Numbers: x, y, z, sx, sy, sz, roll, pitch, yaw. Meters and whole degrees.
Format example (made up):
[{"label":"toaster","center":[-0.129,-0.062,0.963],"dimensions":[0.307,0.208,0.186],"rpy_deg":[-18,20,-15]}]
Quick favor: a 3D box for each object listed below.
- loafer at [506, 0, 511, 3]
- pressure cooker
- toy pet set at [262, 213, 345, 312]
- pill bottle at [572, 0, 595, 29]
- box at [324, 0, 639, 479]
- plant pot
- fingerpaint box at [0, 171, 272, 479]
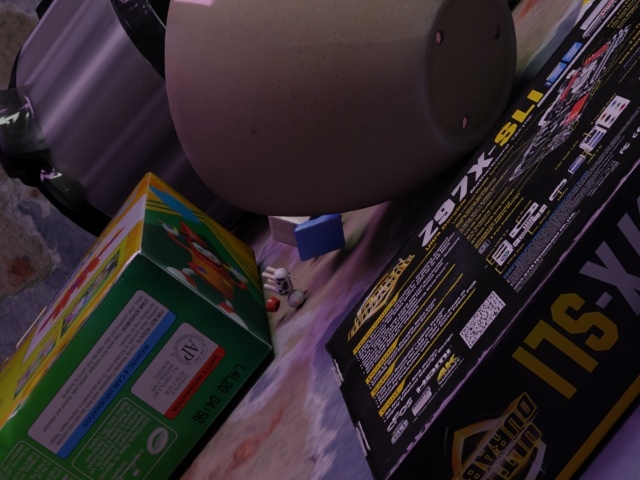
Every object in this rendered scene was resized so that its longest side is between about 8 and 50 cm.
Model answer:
[{"label":"loafer","center":[0.137,-0.259,1.451],"dimensions":[0.319,0.112,0.111],"rpy_deg":[-56,3,-16]},{"label":"pressure cooker","center":[-0.186,-0.188,1.890],"dimensions":[0.420,0.369,0.376],"rpy_deg":[-44,20,43]},{"label":"toy pet set","center":[0.000,0.000,1.412],"dimensions":[0.122,0.065,0.114],"rpy_deg":[-58,-27,-33]},{"label":"pill bottle","center":[0.195,-0.144,1.045],"dimensions":[0.043,0.043,0.083],"rpy_deg":[-41,17,47]},{"label":"box","center":[0.136,-0.013,0.812],"dimensions":[0.322,0.079,0.257],"rpy_deg":[-52,10,5]},{"label":"plant pot","center":[0.042,-0.149,1.220],"dimensions":[0.191,0.284,0.284],"rpy_deg":[10,58,38]},{"label":"fingerpaint box","center":[-0.247,0.181,1.546],"dimensions":[0.445,0.163,0.371],"rpy_deg":[-52,12,7]}]
